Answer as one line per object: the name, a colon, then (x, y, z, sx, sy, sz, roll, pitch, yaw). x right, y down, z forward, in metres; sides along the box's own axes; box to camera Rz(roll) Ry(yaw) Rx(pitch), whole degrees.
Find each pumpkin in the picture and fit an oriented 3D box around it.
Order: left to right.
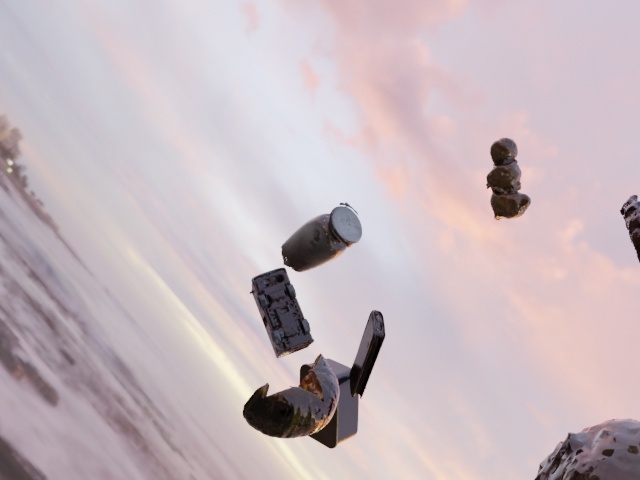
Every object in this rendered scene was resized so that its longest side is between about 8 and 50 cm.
pumpkin: (-0.034, 0.281, 1.379, 0.107, 0.183, 0.119, 46, -41, 23)

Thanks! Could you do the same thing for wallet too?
wallet: (0.109, 0.272, 1.901, 0.031, 0.198, 0.110, 13, 29, -8)

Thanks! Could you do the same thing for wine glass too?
wine glass: (0.000, 0.000, 1.890, 0.204, 0.111, 0.111, -31, -79, 40)

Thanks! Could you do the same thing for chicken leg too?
chicken leg: (0.686, -0.012, 1.704, 0.105, 0.063, 0.234, 51, 28, -27)

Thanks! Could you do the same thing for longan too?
longan: (0.621, 0.566, 1.670, 0.391, 0.391, 0.391, 46, -14, 15)

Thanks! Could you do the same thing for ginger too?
ginger: (0.461, -0.154, 1.993, 0.080, 0.104, 0.204, 4, 76, -57)

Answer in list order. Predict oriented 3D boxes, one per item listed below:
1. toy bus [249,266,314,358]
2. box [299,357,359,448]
toy bus: (-0.088, 0.162, 1.791, 0.103, 0.091, 0.182, 115, -46, -71)
box: (0.024, 0.411, 2.054, 0.144, 0.090, 0.201, 15, -69, 46)
